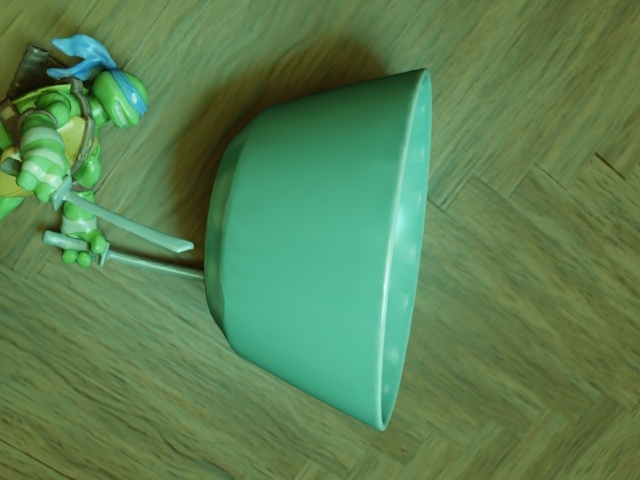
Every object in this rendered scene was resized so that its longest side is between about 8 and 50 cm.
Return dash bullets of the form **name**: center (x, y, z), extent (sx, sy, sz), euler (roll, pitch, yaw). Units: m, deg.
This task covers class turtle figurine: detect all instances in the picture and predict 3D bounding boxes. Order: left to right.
- **turtle figurine**: center (-0.244, -0.016, 0.775), extent (0.266, 0.198, 0.275), euler (-24, 104, -3)

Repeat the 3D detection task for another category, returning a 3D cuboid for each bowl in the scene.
- **bowl**: center (0.000, 0.000, 0.807), extent (0.163, 0.311, 0.312), euler (6, 103, 9)
